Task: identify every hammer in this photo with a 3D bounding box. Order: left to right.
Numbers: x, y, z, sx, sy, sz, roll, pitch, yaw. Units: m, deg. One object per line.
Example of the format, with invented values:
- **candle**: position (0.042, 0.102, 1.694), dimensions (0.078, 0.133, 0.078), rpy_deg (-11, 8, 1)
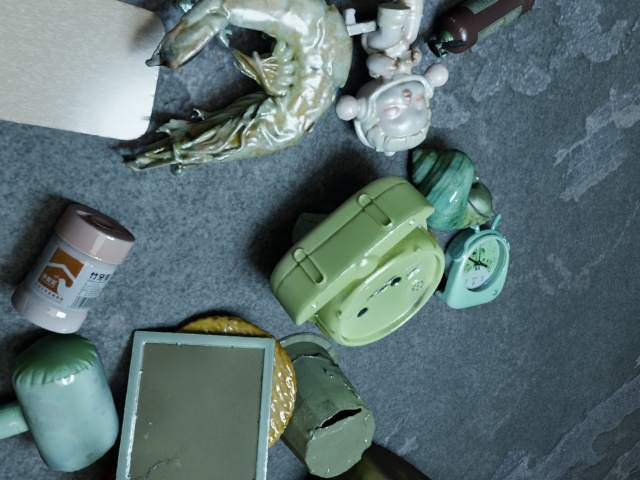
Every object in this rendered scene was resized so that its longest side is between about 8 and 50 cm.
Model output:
- **hammer**: position (-0.469, 0.262, 0.764), dimensions (0.336, 0.119, 0.206), rpy_deg (-14, 117, -19)

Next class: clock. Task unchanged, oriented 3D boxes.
- **clock**: position (0.094, 0.066, 0.957), dimensions (0.286, 0.117, 0.348), rpy_deg (-41, 146, 1)
- **clock**: position (0.337, 0.040, 1.177), dimensions (0.159, 0.066, 0.210), rpy_deg (-6, 114, -30)

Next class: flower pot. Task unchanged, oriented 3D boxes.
- **flower pot**: position (-0.009, 0.306, 1.008), dimensions (0.212, 0.203, 0.212), rpy_deg (-12, 114, -29)

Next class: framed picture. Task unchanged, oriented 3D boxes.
- **framed picture**: position (-0.194, 0.295, 0.856), dimensions (0.231, 0.018, 0.293), rpy_deg (5, 77, -6)

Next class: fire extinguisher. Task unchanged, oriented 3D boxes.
- **fire extinguisher**: position (0.268, -0.371, 0.919), dimensions (0.231, 0.099, 0.071), rpy_deg (-35, 121, -15)

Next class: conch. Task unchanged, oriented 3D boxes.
- **conch**: position (0.244, -0.096, 1.024), dimensions (0.176, 0.122, 0.188), rpy_deg (-53, 133, -26)

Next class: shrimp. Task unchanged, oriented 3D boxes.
- **shrimp**: position (-0.120, -0.206, 0.735), dimensions (0.360, 0.085, 0.247), rpy_deg (-31, 134, -3)

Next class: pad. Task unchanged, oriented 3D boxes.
- **pad**: position (-0.335, -0.227, 0.673), dimensions (0.266, 0.002, 0.176), rpy_deg (5, 109, -33)

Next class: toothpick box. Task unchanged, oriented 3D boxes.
- **toothpick box**: position (-0.333, 0.038, 0.739), dimensions (0.098, 0.098, 0.149), rpy_deg (30, 95, -38)

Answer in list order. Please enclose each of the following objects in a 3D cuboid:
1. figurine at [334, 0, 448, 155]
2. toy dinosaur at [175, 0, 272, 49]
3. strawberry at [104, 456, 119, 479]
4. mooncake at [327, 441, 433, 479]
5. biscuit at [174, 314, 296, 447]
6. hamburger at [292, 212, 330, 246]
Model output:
- **figurine**: position (0.100, -0.244, 0.863), dimensions (0.182, 0.145, 0.256), rpy_deg (-34, 126, -39)
- **toy dinosaur**: position (-0.123, -0.348, 0.717), dimensions (0.242, 0.053, 0.167), rpy_deg (23, 97, -37)
- **strawberry**: position (-0.252, 0.509, 0.943), dimensions (0.312, 0.267, 0.351), rpy_deg (-27, 96, -50)
- **mooncake**: position (0.172, 0.630, 1.147), dimensions (0.246, 0.394, 0.393), rpy_deg (-52, 168, 3)
- **biscuit**: position (-0.163, 0.251, 0.912), dimensions (0.254, 0.035, 0.253), rpy_deg (0, 88, -5)
- **hamburger**: position (-0.002, -0.001, 0.958), dimensions (0.121, 0.054, 0.084), rpy_deg (7, 113, -32)
